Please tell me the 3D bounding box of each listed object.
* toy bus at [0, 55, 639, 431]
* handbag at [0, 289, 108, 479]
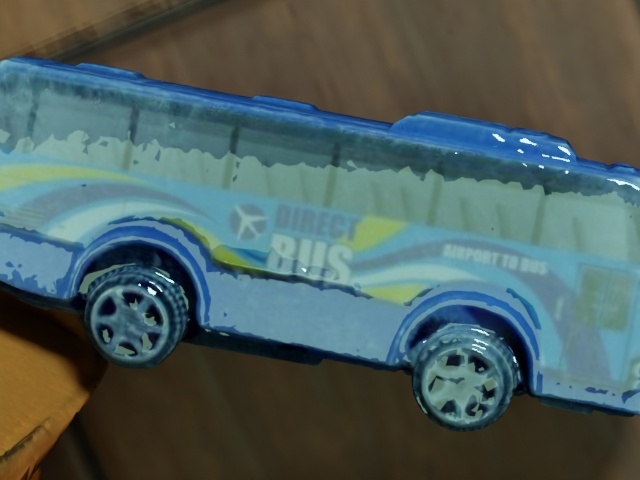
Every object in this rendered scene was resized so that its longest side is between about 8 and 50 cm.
[{"bbox_3d":[0.000,-0.001,0.601,0.236,0.079,0.094,10,102,7],"label":"toy bus"},{"bbox_3d":[-0.279,0.016,0.537,0.410,0.303,0.116,26,103,2],"label":"handbag"}]
